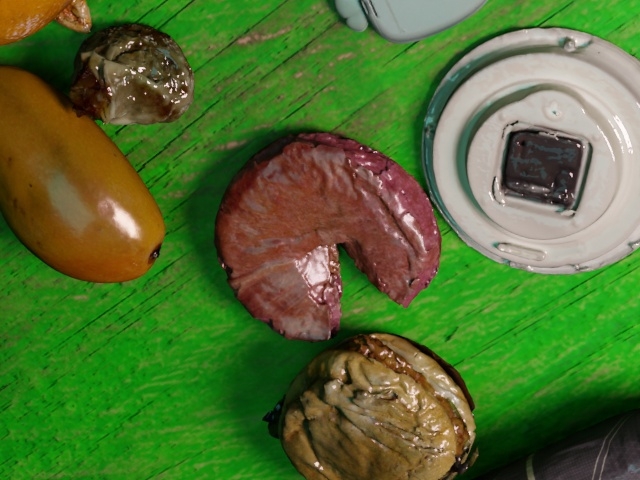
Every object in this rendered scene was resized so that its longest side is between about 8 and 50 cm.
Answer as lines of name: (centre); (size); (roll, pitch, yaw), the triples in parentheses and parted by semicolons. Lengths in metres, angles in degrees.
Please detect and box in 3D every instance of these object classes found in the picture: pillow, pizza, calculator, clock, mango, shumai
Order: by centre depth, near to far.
calculator: (0.082, -0.224, 1.359); (0.153, 0.021, 0.095); (-19, 105, 21)
clock: (0.200, -0.069, 1.373); (0.236, 0.053, 0.237); (7, 116, 16)
pillow: (0.244, 0.227, 1.439); (0.335, 0.161, 0.093); (-29, 75, 26)
shumai: (-0.185, -0.146, 1.443); (0.123, 0.087, 0.099); (1, 112, 16)
pizza: (-0.247, -0.226, 1.467); (0.083, 0.016, 0.037); (45, 112, -3)
mango: (-0.256, -0.060, 1.488); (0.138, 0.113, 0.253); (-37, 95, 37)

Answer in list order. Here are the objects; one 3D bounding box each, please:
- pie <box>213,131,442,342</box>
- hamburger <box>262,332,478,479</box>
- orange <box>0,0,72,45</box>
pie: (0.000, 0.000, 1.466); (0.204, 0.054, 0.218); (46, 118, -6)
hamburger: (0.056, 0.177, 1.502); (0.183, 0.130, 0.206); (40, 137, 0)
orange: (-0.307, -0.282, 1.370); (0.224, 0.170, 0.224); (9, 114, 21)
